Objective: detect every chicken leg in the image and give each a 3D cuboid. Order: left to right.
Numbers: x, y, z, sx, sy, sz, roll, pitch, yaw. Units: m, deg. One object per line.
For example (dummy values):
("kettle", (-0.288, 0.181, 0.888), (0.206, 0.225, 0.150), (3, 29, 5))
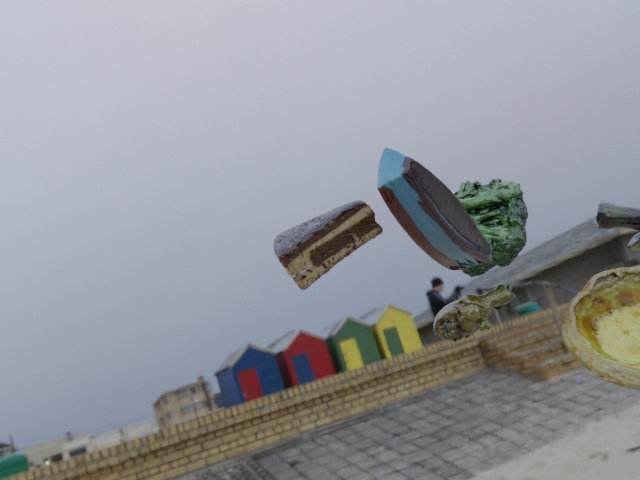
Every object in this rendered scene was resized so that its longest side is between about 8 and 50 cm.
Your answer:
("chicken leg", (0.372, 0.167, 1.553), (0.227, 0.088, 0.103), (-22, 0, -7))

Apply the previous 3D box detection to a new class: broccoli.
("broccoli", (0.398, -0.042, 1.663), (0.245, 0.295, 0.265), (11, -49, -26))

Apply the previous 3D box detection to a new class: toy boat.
("toy boat", (0.223, -0.037, 1.228), (0.079, 0.136, 0.392), (-7, -31, 36))

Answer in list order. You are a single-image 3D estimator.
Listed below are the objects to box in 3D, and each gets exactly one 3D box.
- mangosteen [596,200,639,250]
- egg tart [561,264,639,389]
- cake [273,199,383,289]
("mangosteen", (0.585, -0.007, 1.025), (0.288, 0.232, 0.231), (4, -8, 16))
("egg tart", (0.453, 0.133, 0.937), (0.212, 0.213, 0.090), (-21, -49, 10))
("cake", (0.007, -0.007, 1.548), (0.246, 0.112, 0.135), (-37, 23, -9))
